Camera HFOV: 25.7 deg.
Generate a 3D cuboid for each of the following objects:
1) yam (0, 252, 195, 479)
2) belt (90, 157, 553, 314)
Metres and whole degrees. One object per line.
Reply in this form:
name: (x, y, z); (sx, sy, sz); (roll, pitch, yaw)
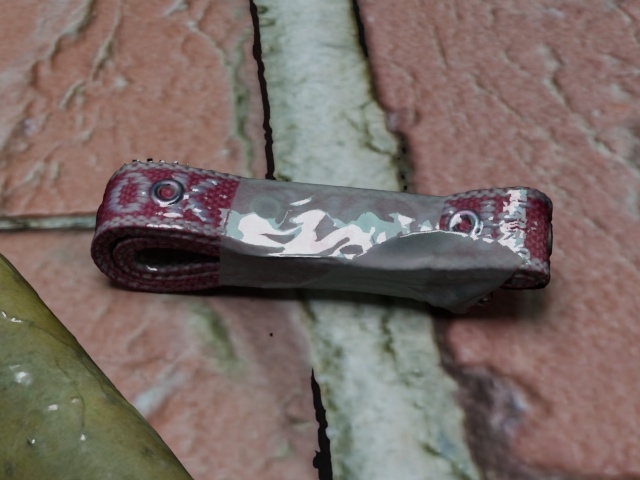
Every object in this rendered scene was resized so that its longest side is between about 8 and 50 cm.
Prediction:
yam: (-0.077, 0.126, 0.575); (0.083, 0.083, 0.371); (-28, 55, -25)
belt: (0.000, 0.000, 0.711); (0.232, 0.071, 0.053); (4, 52, 8)
